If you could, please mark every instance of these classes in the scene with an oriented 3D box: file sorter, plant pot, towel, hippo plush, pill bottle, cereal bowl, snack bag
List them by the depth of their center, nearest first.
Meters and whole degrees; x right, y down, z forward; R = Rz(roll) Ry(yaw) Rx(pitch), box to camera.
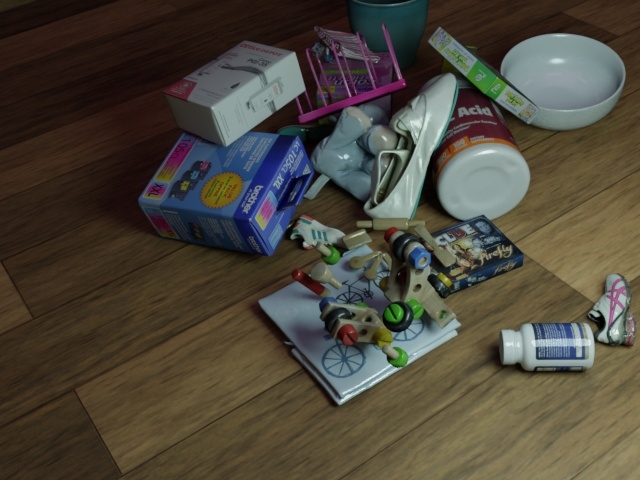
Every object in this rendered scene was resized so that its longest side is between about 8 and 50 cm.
[{"bbox_3d":[0.442,0.209,1.490,0.170,0.094,0.094,-1,42,5],"label":"pill bottle"},{"bbox_3d":[0.069,0.164,1.628,0.323,0.037,0.342,-28,47,-24],"label":"snack bag"},{"bbox_3d":[0.366,-0.249,1.916,0.224,0.224,0.392,-7,42,-2],"label":"pill bottle"},{"bbox_3d":[0.097,-0.231,1.988,0.294,0.234,0.236,-37,9,28],"label":"hippo plush"},{"bbox_3d":[0.068,-0.447,2.027,0.291,0.182,0.202,-17,7,11],"label":"file sorter"},{"bbox_3d":[0.671,-0.426,2.128,0.339,0.141,0.338,-5,51,6],"label":"cereal bowl"},{"bbox_3d":[0.079,-0.593,2.269,0.144,0.029,0.197,4,34,-29],"label":"towel"},{"bbox_3d":[0.215,-0.690,2.408,0.272,0.255,0.271,-4,42,3],"label":"plant pot"},{"bbox_3d":[0.438,-0.561,2.413,0.102,0.021,0.237,5,43,14],"label":"towel"}]

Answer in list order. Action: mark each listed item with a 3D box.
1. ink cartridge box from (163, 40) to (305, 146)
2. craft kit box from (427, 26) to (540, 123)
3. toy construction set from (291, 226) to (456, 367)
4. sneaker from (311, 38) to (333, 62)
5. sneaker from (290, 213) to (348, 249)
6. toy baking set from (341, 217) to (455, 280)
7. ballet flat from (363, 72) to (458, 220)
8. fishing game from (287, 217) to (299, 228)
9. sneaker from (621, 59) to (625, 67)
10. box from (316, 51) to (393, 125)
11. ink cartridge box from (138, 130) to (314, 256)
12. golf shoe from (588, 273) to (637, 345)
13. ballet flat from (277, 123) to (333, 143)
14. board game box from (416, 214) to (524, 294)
[{"bbox_3d":[-0.211,-0.372,1.880,0.207,0.117,0.283,24,54,39],"label":"ink cartridge box"},{"bbox_3d":[0.425,-0.426,1.961,0.247,0.061,0.250,13,33,-47],"label":"craft kit box"},{"bbox_3d":[0.124,0.123,1.538,0.309,0.237,0.257,12,72,42],"label":"toy construction set"},{"bbox_3d":[0.003,-0.564,2.278,0.058,0.052,0.135,-18,34,2],"label":"sneaker"},{"bbox_3d":[0.000,0.000,1.819,0.161,0.057,0.075,26,74,23],"label":"sneaker"},{"bbox_3d":[0.175,0.019,1.725,0.256,0.030,0.196,-3,46,8],"label":"toy baking set"},{"bbox_3d":[0.207,-0.220,1.799,0.139,0.400,0.139,19,8,-3],"label":"ballet flat"},{"bbox_3d":[-0.187,-0.089,1.914,0.189,0.041,0.264,-31,55,-14],"label":"fishing game"},{"bbox_3d":[0.754,-0.517,2.282,0.305,0.114,0.152,21,59,34],"label":"sneaker"},{"bbox_3d":[0.108,-0.453,2.257,0.214,0.117,0.243,1,42,8],"label":"box"},{"bbox_3d":[-0.197,-0.124,1.825,0.396,0.151,0.270,10,58,26],"label":"ink cartridge box"},{"bbox_3d":[0.602,0.137,1.574,0.086,0.067,0.186,3,42,12],"label":"golf shoe"},{"bbox_3d":[-0.038,-0.305,2.168,0.168,0.057,0.052,-2,14,-1],"label":"ballet flat"},{"bbox_3d":[0.316,0.037,1.737,0.243,0.042,0.165,-20,43,-15],"label":"board game box"}]
